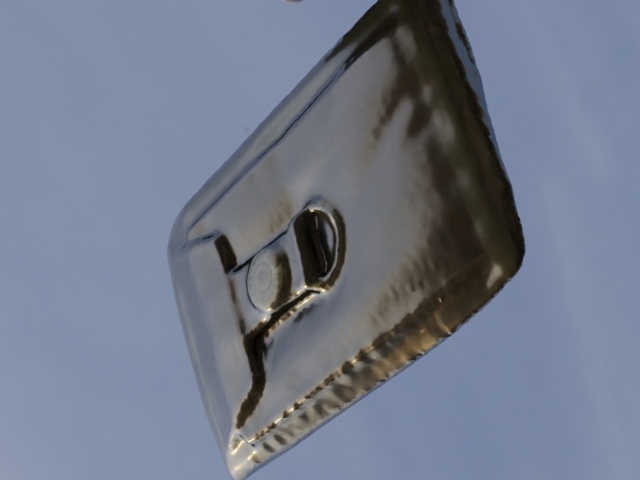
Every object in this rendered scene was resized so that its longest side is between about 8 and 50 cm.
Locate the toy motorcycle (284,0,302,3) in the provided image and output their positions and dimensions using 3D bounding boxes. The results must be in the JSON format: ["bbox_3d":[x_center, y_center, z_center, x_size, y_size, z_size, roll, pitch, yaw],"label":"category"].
[{"bbox_3d":[-0.100,-0.194,0.613,0.260,0.171,0.110,31,-97,-32],"label":"toy motorcycle"}]

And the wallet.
[{"bbox_3d":[0.000,0.000,0.617,0.052,0.245,0.168,8,-124,-33],"label":"wallet"}]
